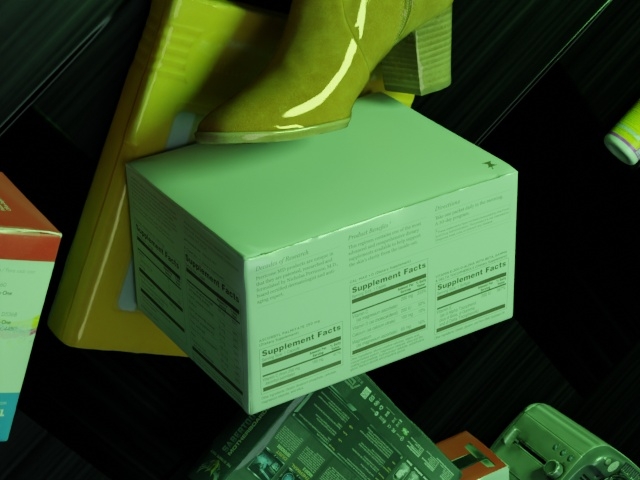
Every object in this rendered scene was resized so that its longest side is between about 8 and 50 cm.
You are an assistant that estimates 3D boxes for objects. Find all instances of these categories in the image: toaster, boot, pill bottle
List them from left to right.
[{"bbox_3d":[-0.001,-0.204,1.336,0.295,0.104,0.211,-23,112,-39],"label":"boot"},{"bbox_3d":[0.284,0.280,1.806,0.129,0.146,0.227,-50,131,-2],"label":"toaster"},{"bbox_3d":[0.339,-0.122,1.696,0.083,0.043,0.043,-48,131,-4],"label":"pill bottle"}]

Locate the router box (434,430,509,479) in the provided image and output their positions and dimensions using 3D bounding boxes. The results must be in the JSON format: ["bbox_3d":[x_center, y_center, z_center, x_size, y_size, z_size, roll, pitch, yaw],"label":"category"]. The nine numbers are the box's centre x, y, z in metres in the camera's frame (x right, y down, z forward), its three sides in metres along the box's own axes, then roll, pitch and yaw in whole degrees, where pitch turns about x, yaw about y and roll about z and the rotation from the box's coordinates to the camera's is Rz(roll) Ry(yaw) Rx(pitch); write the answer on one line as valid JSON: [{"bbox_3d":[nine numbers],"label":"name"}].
[{"bbox_3d":[0.065,0.410,1.766,0.301,0.082,0.335,-19,124,-26],"label":"router box"}]

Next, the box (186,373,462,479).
[{"bbox_3d":[0.008,0.226,1.556,0.183,0.059,0.233,-50,125,-9],"label":"box"}]

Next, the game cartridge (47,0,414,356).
[{"bbox_3d":[-0.069,-0.045,1.447,0.285,0.052,0.324,8,110,-38],"label":"game cartridge"}]

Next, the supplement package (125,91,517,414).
[{"bbox_3d":[0.000,0.000,1.355,0.262,0.204,0.145,-17,123,-28],"label":"supplement package"}]

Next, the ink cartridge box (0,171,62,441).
[{"bbox_3d":[-0.279,0.028,1.283,0.078,0.134,0.231,5,111,-36],"label":"ink cartridge box"}]
